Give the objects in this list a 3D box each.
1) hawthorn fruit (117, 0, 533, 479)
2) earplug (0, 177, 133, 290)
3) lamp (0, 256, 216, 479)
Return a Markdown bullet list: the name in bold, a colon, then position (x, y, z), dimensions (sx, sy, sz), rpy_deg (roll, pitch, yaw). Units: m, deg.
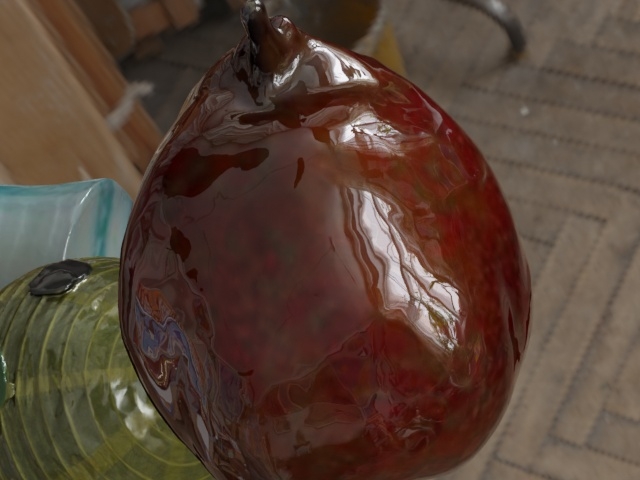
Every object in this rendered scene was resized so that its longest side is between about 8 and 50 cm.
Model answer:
- **hawthorn fruit**: position (0.000, 0.000, 0.781), dimensions (0.208, 0.248, 0.208), rpy_deg (-8, 22, 3)
- **earplug**: position (-0.378, 0.011, 1.752), dimensions (0.324, 0.185, 0.185), rpy_deg (6, 62, 17)
- **lamp**: position (-0.165, 0.129, 1.303), dimensions (0.284, 0.250, 0.250), rpy_deg (-20, 48, 44)
